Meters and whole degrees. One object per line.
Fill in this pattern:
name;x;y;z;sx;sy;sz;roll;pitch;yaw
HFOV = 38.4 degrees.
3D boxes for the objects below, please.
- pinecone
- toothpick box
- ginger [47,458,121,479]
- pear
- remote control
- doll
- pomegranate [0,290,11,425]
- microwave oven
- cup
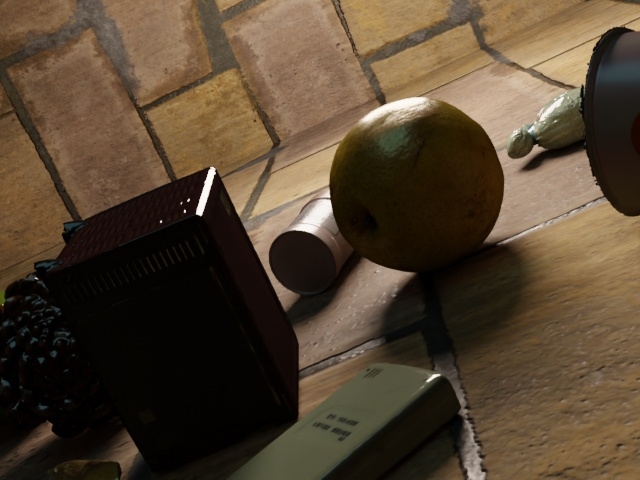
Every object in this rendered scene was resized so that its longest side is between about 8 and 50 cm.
pinecone;-0.296;0.131;1.133;0.221;0.222;0.221;-24;14;6
toothpick box;0.000;0.000;1.273;0.098;0.098;0.149;-18;17;27
ginger;-0.231;0.241;0.931;0.057;0.044;0.137;-53;23;-23
pear;0.108;-0.059;1.090;0.208;0.209;0.209;-24;14;6
remote control;-0.019;0.196;0.743;0.285;0.038;0.123;-35;15;-27
doll;0.366;-0.180;1.345;0.214;0.072;0.103;-31;5;9
pomegranate;-0.418;0.163;1.298;0.202;0.202;0.247;-12;-12;43
microwave oven;-0.143;0.074;0.945;0.178;0.248;0.188;-22;20;4
cup;0.418;-0.126;0.855;0.288;0.203;0.203;-1;27;44
